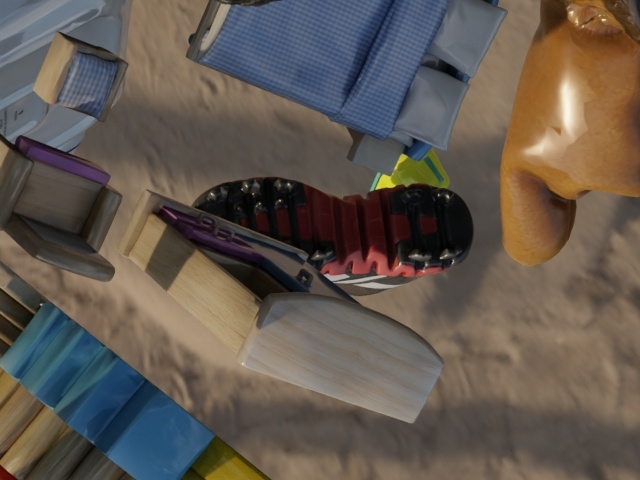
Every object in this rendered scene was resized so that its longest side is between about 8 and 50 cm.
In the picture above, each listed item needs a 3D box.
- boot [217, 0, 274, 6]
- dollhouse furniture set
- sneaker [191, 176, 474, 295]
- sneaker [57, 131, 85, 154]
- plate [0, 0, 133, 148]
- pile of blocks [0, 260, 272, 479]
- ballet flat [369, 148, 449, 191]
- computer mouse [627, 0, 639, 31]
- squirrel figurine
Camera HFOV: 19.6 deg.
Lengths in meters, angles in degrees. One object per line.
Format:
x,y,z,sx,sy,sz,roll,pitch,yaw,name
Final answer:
-0.037,-0.275,0.963,0.348,0.260,0.131,-53,147,-22,boot
-0.011,-0.089,1.143,0.286,0.198,0.303,21,97,-34,dollhouse furniture set
0.000,0.000,1.762,0.276,0.135,0.098,1,73,-18,sneaker
-0.352,-0.067,1.915,0.258,0.094,0.091,-21,140,-37,sneaker
-0.246,-0.103,1.392,0.278,0.277,0.045,-33,77,-20,plate
-0.158,0.089,0.964,0.362,0.149,0.113,35,82,25,pile of blocks
0.078,-0.029,1.939,0.077,0.231,0.077,44,61,6,ballet flat
0.203,-0.180,1.026,0.041,0.071,0.242,-5,152,-3,computer mouse
0.358,-0.139,1.459,0.370,0.281,0.397,18,145,22,squirrel figurine
